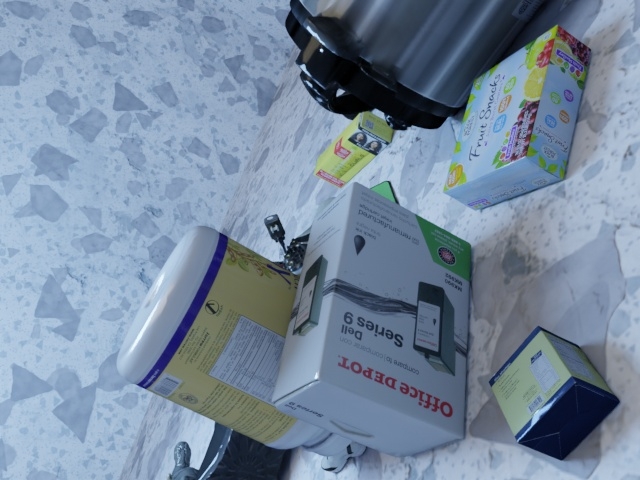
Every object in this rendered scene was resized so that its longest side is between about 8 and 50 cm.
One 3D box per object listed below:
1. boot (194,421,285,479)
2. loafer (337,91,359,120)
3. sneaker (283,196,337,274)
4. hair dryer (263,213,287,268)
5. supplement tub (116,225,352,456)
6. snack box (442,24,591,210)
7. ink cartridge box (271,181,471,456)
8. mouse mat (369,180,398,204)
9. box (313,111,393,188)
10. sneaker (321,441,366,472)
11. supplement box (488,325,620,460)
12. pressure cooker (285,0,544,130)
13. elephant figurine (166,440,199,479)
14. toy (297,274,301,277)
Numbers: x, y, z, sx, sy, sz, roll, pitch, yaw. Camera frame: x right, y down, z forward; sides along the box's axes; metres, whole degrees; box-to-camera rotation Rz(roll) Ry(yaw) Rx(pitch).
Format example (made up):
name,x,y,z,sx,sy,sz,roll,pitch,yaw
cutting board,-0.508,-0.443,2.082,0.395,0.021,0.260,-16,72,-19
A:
name,x,y,z,sx,sy,sz,roll,pitch,yaw
boot,-0.197,0.397,1.279,0.367,0.146,0.445,-63,18,-3
loafer,0.117,-0.376,1.587,0.078,0.080,0.220,-46,20,-23
sneaker,0.000,0.000,1.297,0.085,0.086,0.237,-3,35,35
hair dryer,-0.106,0.114,1.282,0.224,0.080,0.294,-79,-19,-49
supplement tub,-0.094,0.153,0.887,0.241,0.331,0.241,-52,18,25
snack box,0.268,-0.162,0.842,0.174,0.070,0.207,-23,43,64
ink cartridge box,0.079,0.102,0.791,0.121,0.211,0.289,-41,30,48
mouse mat,0.082,-0.047,1.199,0.152,0.007,0.190,-27,27,12
box,0.074,-0.213,1.444,0.232,0.087,0.058,-37,32,53
sneaker,0.026,0.316,0.921,0.109,0.043,0.040,-52,23,37
supplement box,0.219,0.144,0.581,0.083,0.056,0.083,-57,19,22
pressure cooker,0.143,-0.392,1.029,0.421,0.369,0.376,-55,30,30
elephant figurine,-0.283,0.557,1.274,0.169,0.185,0.240,74,-149,-65
toy,-0.033,0.077,1.399,0.237,0.056,0.137,-57,20,21
